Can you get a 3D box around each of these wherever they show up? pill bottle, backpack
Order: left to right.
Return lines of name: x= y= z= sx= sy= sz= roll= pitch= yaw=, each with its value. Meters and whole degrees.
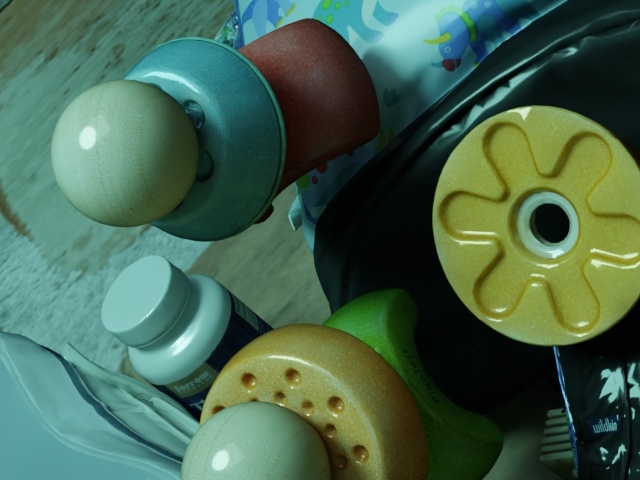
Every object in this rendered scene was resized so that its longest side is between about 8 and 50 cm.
pill bottle: x=-0.062 y=0.061 z=1.035 sx=0.067 sy=0.120 sz=0.067 roll=-27 pitch=40 yaw=26
backpack: x=0.086 y=-0.132 z=0.984 sx=0.290 sy=0.273 sz=0.355 roll=-37 pitch=26 yaw=24
backpack: x=0.158 y=0.058 z=0.828 sx=0.105 sy=0.084 sz=0.114 roll=-24 pitch=66 yaw=28

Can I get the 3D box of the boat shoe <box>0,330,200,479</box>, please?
boat shoe: x=-0.088 y=0.138 z=0.974 sx=0.367 sy=0.156 sz=0.135 roll=14 pitch=86 yaw=56

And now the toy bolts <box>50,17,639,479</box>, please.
toy bolts: x=0.000 y=0.000 z=0.776 sx=0.218 sy=0.158 sz=0.228 roll=-43 pitch=77 yaw=29

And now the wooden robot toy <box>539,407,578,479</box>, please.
wooden robot toy: x=0.088 y=0.144 z=0.839 sx=0.076 sy=0.079 sz=0.173 roll=6 pitch=61 yaw=48
